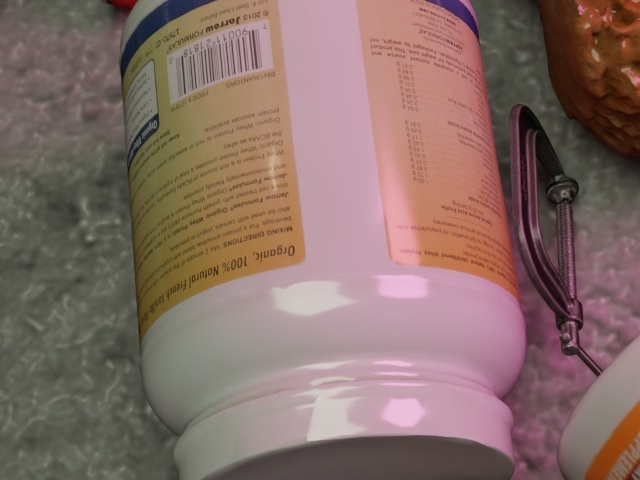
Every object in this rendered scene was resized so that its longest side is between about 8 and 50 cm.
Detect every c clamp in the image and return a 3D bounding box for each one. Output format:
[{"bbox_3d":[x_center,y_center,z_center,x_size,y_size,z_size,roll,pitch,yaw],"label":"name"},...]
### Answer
[{"bbox_3d":[0.146,-0.002,1.199,0.022,0.137,0.161,-17,53,24],"label":"c clamp"}]

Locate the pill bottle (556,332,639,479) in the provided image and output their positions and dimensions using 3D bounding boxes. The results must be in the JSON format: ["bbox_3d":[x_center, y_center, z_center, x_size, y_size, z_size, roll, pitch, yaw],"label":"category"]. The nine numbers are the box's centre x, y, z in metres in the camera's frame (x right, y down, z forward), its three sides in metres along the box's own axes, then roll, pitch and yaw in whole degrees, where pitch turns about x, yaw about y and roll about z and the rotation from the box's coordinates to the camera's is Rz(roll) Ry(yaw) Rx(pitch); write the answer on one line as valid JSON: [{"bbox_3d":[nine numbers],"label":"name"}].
[{"bbox_3d":[0.332,0.192,1.023,0.224,0.224,0.392,-39,68,-6],"label":"pill bottle"}]

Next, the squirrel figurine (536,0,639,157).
[{"bbox_3d":[0.303,-0.244,1.207,0.370,0.281,0.397,-16,82,-8],"label":"squirrel figurine"}]

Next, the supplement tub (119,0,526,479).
[{"bbox_3d":[0.000,0.000,1.142,0.228,0.228,0.316,-9,66,6],"label":"supplement tub"}]

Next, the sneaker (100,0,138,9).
[{"bbox_3d":[-0.056,-0.269,1.330,0.118,0.107,0.279,34,81,10],"label":"sneaker"}]
